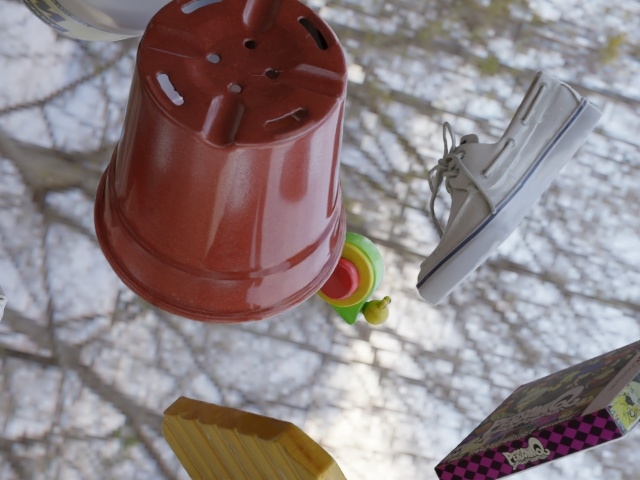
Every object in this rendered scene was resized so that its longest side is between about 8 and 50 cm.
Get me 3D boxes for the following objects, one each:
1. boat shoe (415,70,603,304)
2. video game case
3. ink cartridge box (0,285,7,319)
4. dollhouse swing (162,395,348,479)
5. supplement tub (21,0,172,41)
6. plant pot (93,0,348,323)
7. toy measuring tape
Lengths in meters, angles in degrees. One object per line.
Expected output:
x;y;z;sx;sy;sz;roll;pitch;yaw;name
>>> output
0.209;-0.088;2.098;0.367;0.156;0.136;-49;179;-18;boat shoe
0.258;0.176;1.679;0.232;0.210;0.042;-27;-86;41;video game case
-0.411;0.081;1.643;0.237;0.100;0.172;45;-63;60;ink cartridge box
-0.076;0.374;1.568;0.347;0.305;0.315;5;-125;56;dollhouse swing
-0.238;-0.347;1.837;0.325;0.235;0.235;-165;-90;-71;supplement tub
-0.088;-0.098;1.620;0.265;0.272;0.272;104;-14;-56;plant pot
0.000;0.000;2.558;0.121;0.330;0.121;-43;178;-2;toy measuring tape
